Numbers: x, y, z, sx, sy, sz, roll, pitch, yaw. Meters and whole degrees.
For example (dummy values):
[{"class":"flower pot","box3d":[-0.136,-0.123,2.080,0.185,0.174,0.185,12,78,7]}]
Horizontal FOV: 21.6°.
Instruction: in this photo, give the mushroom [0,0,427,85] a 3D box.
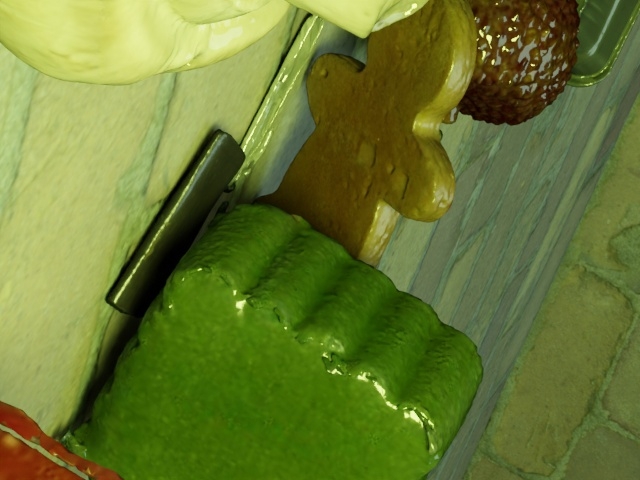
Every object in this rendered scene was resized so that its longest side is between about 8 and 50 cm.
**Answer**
[{"class":"mushroom","box3d":[-0.040,-0.178,0.749,0.260,0.234,0.254,-64,162,13]}]

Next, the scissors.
[{"class":"scissors","box3d":[-0.005,-0.168,1.321,0.300,0.022,0.109,-62,163,7]}]

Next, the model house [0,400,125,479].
[{"class":"model house","box3d":[-0.233,0.216,0.924,0.254,0.196,0.160,-42,156,-49]}]

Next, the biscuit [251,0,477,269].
[{"class":"biscuit","box3d":[0.043,-0.069,1.334,0.049,0.197,0.301,2,125,-40]}]

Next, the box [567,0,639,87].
[{"class":"box","box3d":[0.297,-0.322,1.879,0.274,0.138,0.178,-65,160,4]}]

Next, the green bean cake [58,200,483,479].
[{"class":"green bean cake","box3d":[-0.034,0.130,1.278,0.250,0.247,0.156,-58,177,31]}]

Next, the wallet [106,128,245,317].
[{"class":"wallet","box3d":[-0.107,-0.010,1.268,0.157,0.018,0.082,-58,169,-5]}]

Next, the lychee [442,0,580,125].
[{"class":"lychee","box3d":[0.133,-0.188,1.441,0.194,0.194,0.194,-55,165,-23]}]
